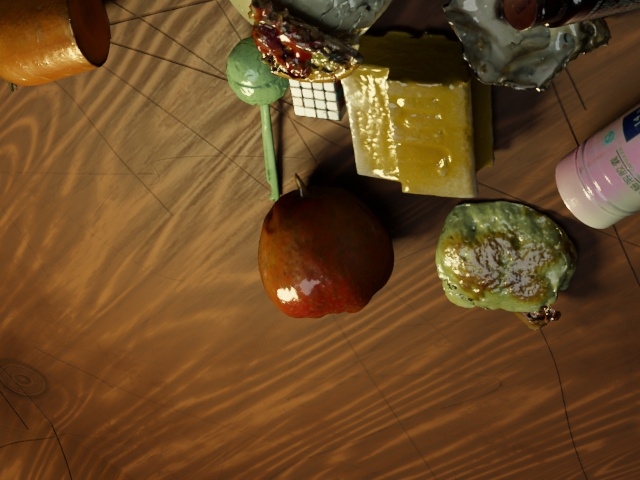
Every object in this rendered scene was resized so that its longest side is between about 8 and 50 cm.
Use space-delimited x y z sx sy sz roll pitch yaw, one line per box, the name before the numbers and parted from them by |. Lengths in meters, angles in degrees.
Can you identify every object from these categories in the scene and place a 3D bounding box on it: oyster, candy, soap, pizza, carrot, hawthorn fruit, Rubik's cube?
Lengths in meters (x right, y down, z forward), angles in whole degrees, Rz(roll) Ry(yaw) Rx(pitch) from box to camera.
oyster | 0.318 -0.345 1.736 0.214 0.083 0.223 -34 90 13
candy | -0.100 -0.214 2.105 0.119 0.119 0.440 13 146 13
soap | 0.166 -0.222 1.925 0.259 0.143 0.281 10 143 22
pizza | -0.052 -0.293 1.669 0.193 0.053 0.201 36 160 -29
carrot | -0.524 -0.389 2.039 0.331 0.214 0.193 -9 101 29
hawthorn fruit | 0.000 0.000 2.168 0.277 0.277 0.298 -6 112 31
Rubik's cube | 0.004 -0.281 1.968 0.092 0.092 0.092 9 138 18

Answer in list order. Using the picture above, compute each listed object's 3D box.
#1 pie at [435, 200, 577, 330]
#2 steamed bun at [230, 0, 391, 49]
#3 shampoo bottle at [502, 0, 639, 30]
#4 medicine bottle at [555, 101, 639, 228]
pie | 0.363 0.038 2.148 0.274 0.105 0.257 17 125 4
steamed bun | -0.029 -0.435 1.709 0.312 0.233 0.334 29 139 -7
shampoo bottle | 0.395 -0.357 1.534 0.129 0.323 0.084 -38 72 61
medicine bottle | 0.528 -0.137 1.820 0.152 0.152 0.254 36 138 -14
